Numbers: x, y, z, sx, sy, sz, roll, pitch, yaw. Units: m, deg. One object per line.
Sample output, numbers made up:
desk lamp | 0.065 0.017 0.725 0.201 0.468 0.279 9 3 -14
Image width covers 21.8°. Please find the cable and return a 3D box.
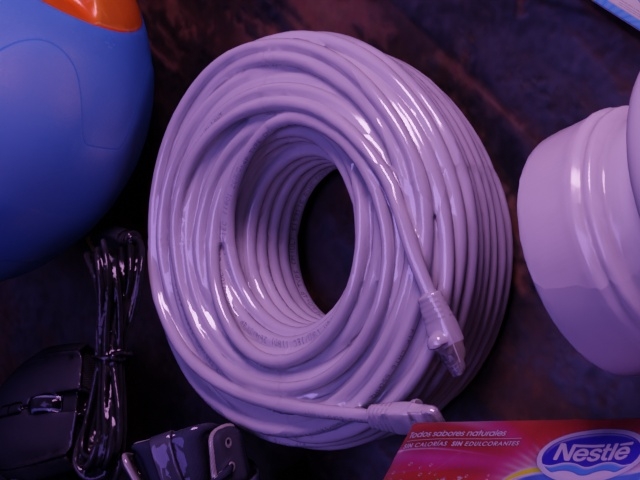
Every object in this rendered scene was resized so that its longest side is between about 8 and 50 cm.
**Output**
cable | 0.000 0.000 1.025 0.257 0.089 0.257 -13 81 44

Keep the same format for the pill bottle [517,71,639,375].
pill bottle | 0.249 -0.040 0.734 0.318 0.176 0.176 -23 75 40

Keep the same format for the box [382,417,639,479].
box | 0.148 0.173 0.830 0.256 0.123 0.128 -8 127 41

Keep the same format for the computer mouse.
computer mouse | -0.186 0.084 1.159 0.262 0.060 0.184 156 122 -67

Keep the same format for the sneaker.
sneaker | -0.080 0.203 0.987 0.086 0.226 0.163 -15 101 14

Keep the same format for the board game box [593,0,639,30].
board game box | 0.181 -0.171 0.897 0.154 0.026 0.103 41 117 35

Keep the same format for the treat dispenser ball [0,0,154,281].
treat dispenser ball | -0.258 -0.109 1.125 0.288 0.288 0.288 0 91 43
